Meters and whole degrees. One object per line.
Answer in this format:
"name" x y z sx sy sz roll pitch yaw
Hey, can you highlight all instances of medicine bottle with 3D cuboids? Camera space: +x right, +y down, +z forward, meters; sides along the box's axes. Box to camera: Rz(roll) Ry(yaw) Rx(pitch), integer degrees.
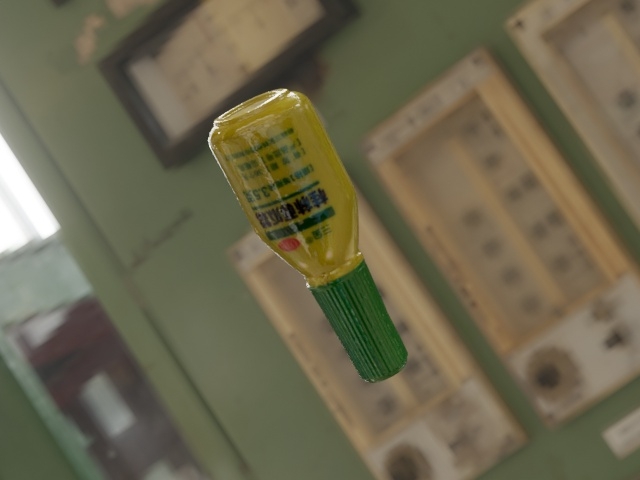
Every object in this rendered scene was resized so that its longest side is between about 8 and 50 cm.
"medicine bottle" 0.000 0.000 1.578 0.095 0.260 0.064 -22 17 19
